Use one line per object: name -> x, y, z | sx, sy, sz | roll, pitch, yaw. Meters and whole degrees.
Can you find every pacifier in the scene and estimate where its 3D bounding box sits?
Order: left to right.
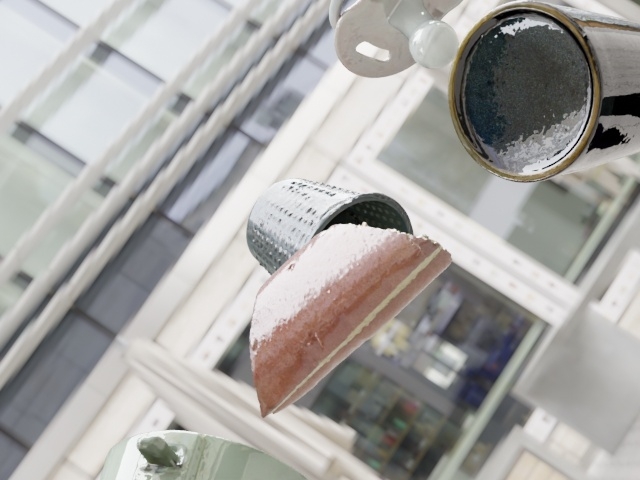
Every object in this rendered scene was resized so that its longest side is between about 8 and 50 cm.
pacifier -> 0.051, -0.128, 0.810 | 0.081, 0.078, 0.099 | 13, -57, -41

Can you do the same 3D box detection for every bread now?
bread -> 0.006, 0.043, 1.098 | 0.192, 0.067, 0.119 | -44, 38, 9

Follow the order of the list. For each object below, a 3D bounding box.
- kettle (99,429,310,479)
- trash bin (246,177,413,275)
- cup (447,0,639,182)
kettle -> -0.160, 0.374, 1.308 | 0.361, 0.250, 0.377 | 69, -150, -48
trash bin -> 0.000, 0.000, 1.694 | 0.175, 0.161, 0.175 | -18, -58, -31
cup -> 0.261, -0.118, 1.323 | 0.177, 0.239, 0.166 | -8, -41, -49
